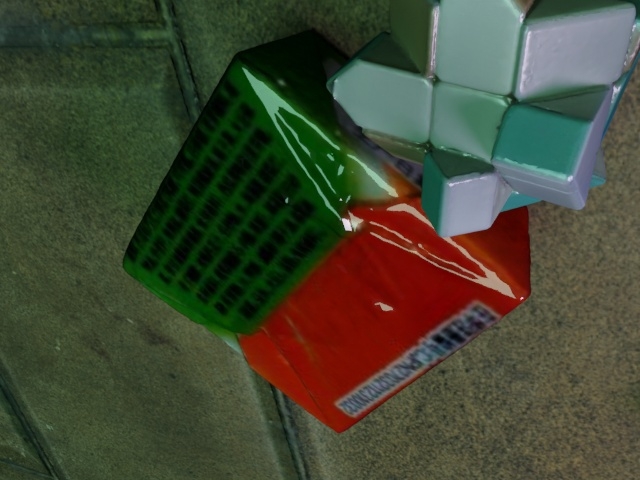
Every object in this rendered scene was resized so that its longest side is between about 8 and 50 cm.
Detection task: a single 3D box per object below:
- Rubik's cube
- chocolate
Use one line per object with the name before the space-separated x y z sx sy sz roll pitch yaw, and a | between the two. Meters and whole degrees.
Rubik's cube | 0.134 -0.122 0.639 0.224 0.213 0.265 24 138 17
chocolate | 0.000 0.000 0.863 0.341 0.161 0.360 39 136 -3
